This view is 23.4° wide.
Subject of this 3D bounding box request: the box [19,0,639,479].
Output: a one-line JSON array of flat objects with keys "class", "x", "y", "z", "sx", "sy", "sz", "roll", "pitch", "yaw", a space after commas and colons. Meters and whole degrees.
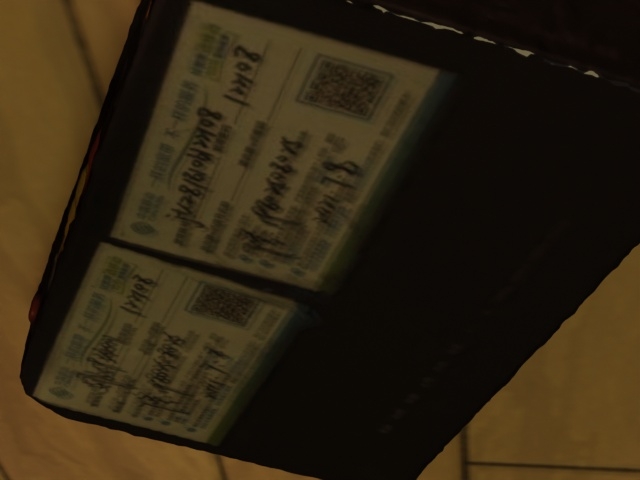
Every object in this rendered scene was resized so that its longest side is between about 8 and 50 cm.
[{"class": "box", "x": 0.000, "y": 0.000, "z": 0.653, "sx": 0.211, "sy": 0.058, "sz": 0.350, "roll": 16, "pitch": 146, "yaw": -12}]
